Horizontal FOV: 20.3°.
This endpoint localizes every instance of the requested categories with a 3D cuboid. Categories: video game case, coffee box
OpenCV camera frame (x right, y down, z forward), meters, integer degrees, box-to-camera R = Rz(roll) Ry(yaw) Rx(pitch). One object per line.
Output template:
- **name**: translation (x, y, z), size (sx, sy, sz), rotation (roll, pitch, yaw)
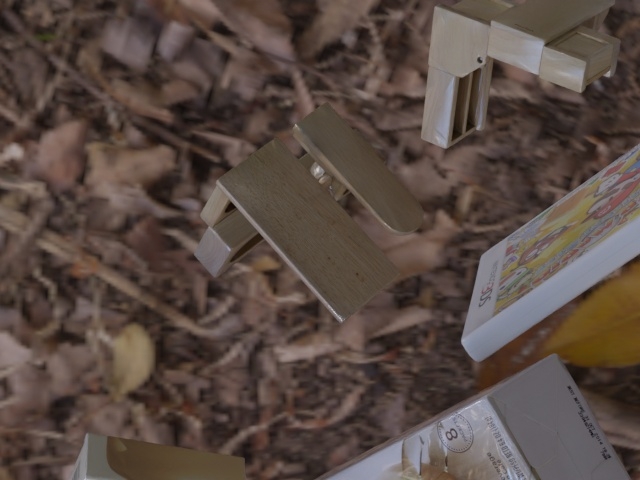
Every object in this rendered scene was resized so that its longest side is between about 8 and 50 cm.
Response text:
- **video game case**: translation (0.210, -0.012, 1.367), size (0.227, 0.206, 0.026), rotation (-36, 99, 18)
- **coffee box**: translation (0.090, 0.197, 1.254), size (0.246, 0.098, 0.141), rotation (-34, 84, 40)

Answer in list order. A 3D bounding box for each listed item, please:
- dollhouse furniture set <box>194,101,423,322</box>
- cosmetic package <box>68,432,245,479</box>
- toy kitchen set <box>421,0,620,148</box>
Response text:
- **dollhouse furniture set**: translation (0.000, 0.000, 1.245), size (0.123, 0.144, 0.151), rotation (48, 149, 8)
- **cosmetic package**: translation (-0.114, 0.174, 1.240), size (0.041, 0.115, 0.060), rotation (-95, 24, -45)
- **toy kitchen set**: translation (0.105, -0.080, 0.869), size (0.083, 0.068, 0.075), rotation (25, 127, 29)
